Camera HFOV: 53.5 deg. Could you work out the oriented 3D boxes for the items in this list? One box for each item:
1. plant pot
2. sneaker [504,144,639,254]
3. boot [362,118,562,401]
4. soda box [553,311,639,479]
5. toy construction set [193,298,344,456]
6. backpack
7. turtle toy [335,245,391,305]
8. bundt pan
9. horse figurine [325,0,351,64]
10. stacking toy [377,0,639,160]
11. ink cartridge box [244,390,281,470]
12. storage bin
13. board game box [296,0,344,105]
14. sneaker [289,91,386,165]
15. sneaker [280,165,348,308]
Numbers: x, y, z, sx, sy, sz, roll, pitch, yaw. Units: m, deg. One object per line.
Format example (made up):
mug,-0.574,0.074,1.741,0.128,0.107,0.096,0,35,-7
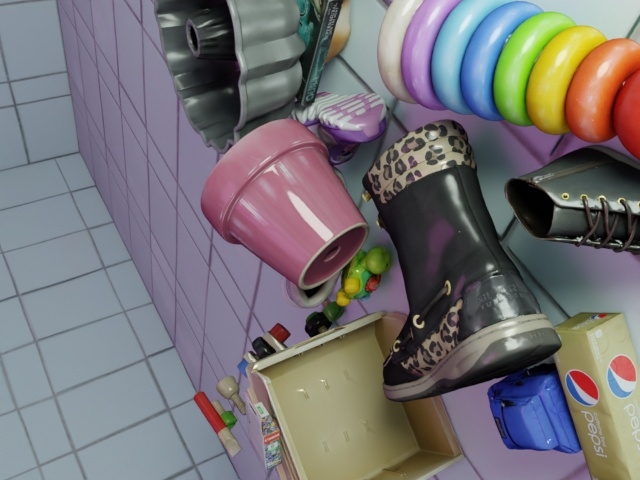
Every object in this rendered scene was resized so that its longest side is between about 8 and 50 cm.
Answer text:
plant pot,-0.037,-0.038,0.895,0.180,0.201,0.201,47,147,19
sneaker,0.272,-0.009,0.552,0.222,0.118,0.083,38,139,48
boot,0.138,0.049,0.814,0.377,0.138,0.284,112,144,-69
soda box,0.305,0.171,0.674,0.058,0.061,0.181,-13,95,63
toy construction set,-0.047,0.311,1.203,0.237,0.308,0.257,47,154,30
backpack,0.252,0.200,0.755,0.120,0.101,0.098,148,108,-67
turtle toy,0.070,0.051,1.031,0.130,0.066,0.095,119,160,-57
bundt pan,-0.127,-0.297,0.908,0.331,0.124,0.331,44,143,46
horse figurine,0.000,-0.345,0.911,0.174,0.066,0.263,58,150,34
stacking toy,0.208,-0.150,0.588,0.330,0.141,0.141,36,138,41
ink cartridge box,-0.084,0.275,0.933,0.063,0.029,0.115,45,144,46
storage bin,0.048,0.273,1.010,0.260,0.262,0.123,69,156,4
board game box,-0.029,-0.299,0.887,0.126,0.026,0.186,59,153,23
sneaker,0.030,-0.162,0.955,0.236,0.095,0.105,28,137,61
sneaker,0.000,0.000,1.031,0.111,0.102,0.252,-143,58,-74
